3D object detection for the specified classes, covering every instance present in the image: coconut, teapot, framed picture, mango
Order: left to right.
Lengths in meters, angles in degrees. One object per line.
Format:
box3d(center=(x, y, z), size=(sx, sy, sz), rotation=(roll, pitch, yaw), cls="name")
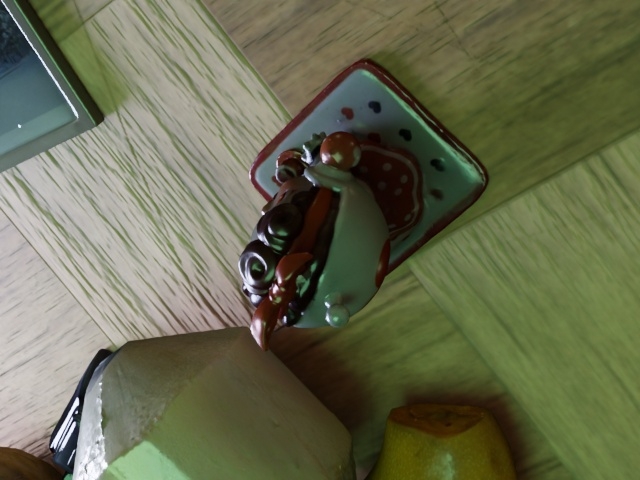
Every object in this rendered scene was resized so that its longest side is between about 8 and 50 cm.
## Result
box3d(center=(-0.362, -0.147, 1.647), size=(0.289, 0.016, 0.213), rotation=(-21, 109, 33), cls="framed picture")
box3d(center=(-0.221, 0.189, 1.739), size=(0.087, 0.096, 0.177), rotation=(33, 127, 3), cls="teapot")
box3d(center=(-0.110, 0.194, 1.593), size=(0.244, 0.239, 0.239), rotation=(46, 128, 4), cls="coconut")
box3d(center=(0.085, 0.301, 1.635), size=(0.187, 0.144, 0.359), rotation=(37, 123, 15), cls="mango")

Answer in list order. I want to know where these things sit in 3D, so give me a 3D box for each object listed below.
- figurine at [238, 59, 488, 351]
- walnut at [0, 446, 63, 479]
box3d(center=(0.000, 0.000, 1.438), size=(0.160, 0.226, 0.183), rotation=(43, 128, -6), cls="figurine")
box3d(center=(-0.329, 0.318, 1.817), size=(0.213, 0.213, 0.213), rotation=(12, 124, 18), cls="walnut")
